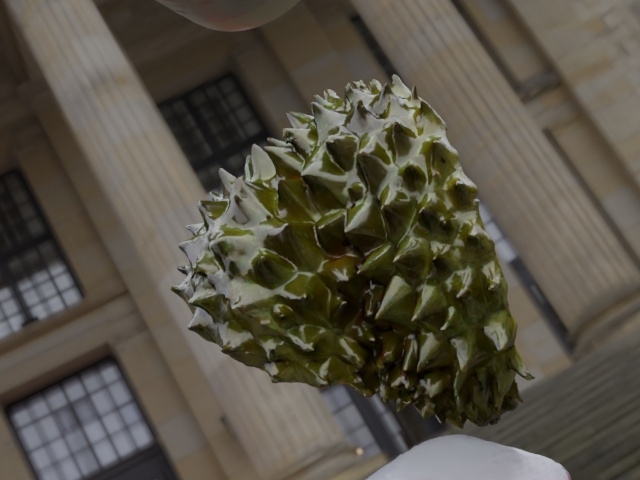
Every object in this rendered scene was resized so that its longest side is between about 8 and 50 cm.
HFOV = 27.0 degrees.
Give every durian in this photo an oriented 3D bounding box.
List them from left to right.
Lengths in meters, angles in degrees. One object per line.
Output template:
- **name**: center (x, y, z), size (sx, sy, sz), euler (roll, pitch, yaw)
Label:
- **durian**: center (-0.003, 0.002, 0.530), size (0.108, 0.186, 0.119), euler (-14, -58, -16)

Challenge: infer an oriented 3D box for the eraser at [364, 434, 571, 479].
- **eraser**: center (0.039, 0.227, 0.476), size (0.174, 0.095, 0.270), euler (-43, -45, -45)

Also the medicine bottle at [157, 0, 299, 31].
- **medicine bottle**: center (-0.098, -0.189, 0.622), size (0.114, 0.114, 0.252), euler (-38, -30, 19)
